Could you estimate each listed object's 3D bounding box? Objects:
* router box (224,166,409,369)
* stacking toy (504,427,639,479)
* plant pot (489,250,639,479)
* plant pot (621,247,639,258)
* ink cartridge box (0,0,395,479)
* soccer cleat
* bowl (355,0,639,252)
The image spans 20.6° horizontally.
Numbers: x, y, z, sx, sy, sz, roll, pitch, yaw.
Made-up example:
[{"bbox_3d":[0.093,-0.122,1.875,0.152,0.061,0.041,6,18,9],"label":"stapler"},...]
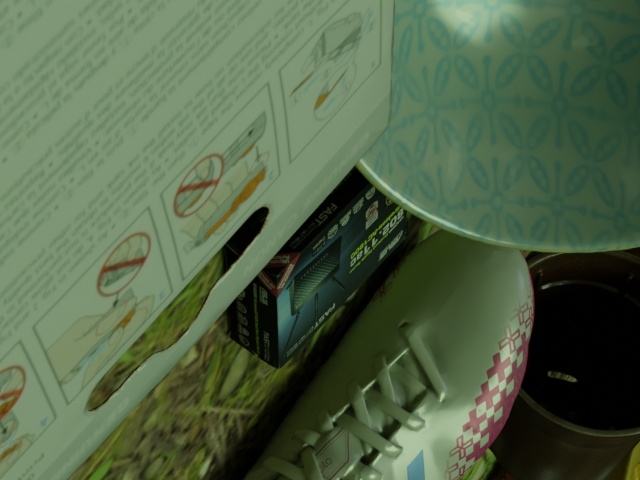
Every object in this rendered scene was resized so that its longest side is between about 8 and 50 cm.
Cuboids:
[{"bbox_3d":[0.000,0.000,0.975,0.122,0.038,0.092,-45,156,-27],"label":"router box"},{"bbox_3d":[0.279,0.157,1.749,0.309,0.130,0.280,5,90,-68],"label":"stacking toy"},{"bbox_3d":[0.205,0.117,1.416,0.167,0.167,0.165,-44,162,-28],"label":"plant pot"},{"bbox_3d":[0.330,0.076,1.518,0.205,0.188,0.205,-39,-164,14],"label":"plant pot"},{"bbox_3d":[-0.098,-0.065,0.631,0.308,0.091,0.385,-48,159,-20],"label":"ink cartridge box"},{"bbox_3d":[0.025,0.138,1.111,0.331,0.116,0.143,-61,158,11],"label":"soccer cleat"},{"bbox_3d":[0.137,-0.143,0.865,0.289,0.289,0.156,97,-9,-47],"label":"bowl"}]
